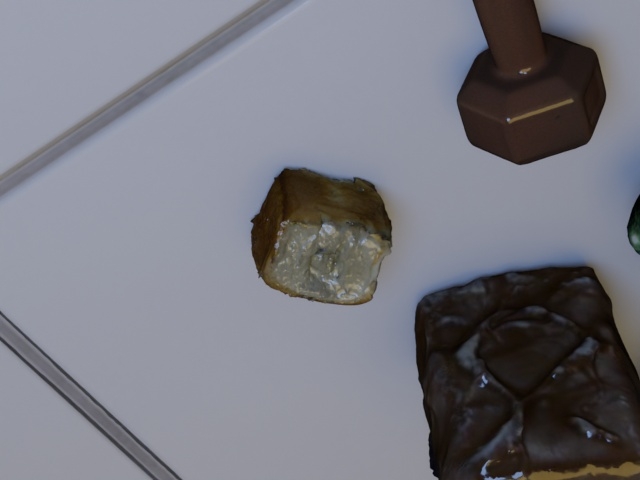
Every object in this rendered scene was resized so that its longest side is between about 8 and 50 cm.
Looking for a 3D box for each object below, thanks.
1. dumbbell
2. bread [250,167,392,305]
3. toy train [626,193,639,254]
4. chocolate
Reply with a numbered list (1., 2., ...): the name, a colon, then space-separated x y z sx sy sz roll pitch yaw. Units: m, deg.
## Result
1. dumbbell: 0.104 -0.153 1.000 0.082 0.092 0.231 0 132 27
2. bread: 0.000 0.002 1.104 0.083 0.070 0.077 12 122 -14
3. toy train: 0.359 -0.002 1.115 0.304 0.150 0.221 22 113 -20
4. chocolate: 0.140 0.112 1.114 0.148 0.214 0.093 -12 127 1
